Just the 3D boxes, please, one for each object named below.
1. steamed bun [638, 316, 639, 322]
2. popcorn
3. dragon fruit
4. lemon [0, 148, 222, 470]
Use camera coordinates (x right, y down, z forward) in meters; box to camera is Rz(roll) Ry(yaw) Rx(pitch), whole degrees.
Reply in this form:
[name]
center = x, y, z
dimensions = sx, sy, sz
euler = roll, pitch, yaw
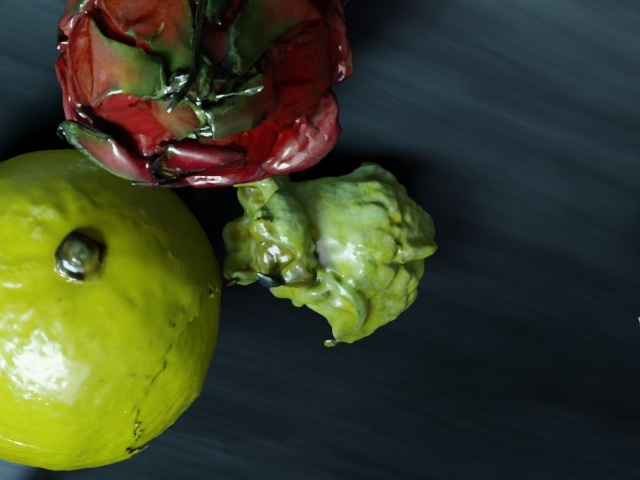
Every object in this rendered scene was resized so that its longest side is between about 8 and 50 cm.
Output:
[steamed bun]
center = 0.446, 0.076, 1.382
dimensions = 0.280, 0.207, 0.268
euler = -1, 106, 33
[popcorn]
center = -0.003, 0.002, 1.366
dimensions = 0.195, 0.174, 0.168
euler = 8, 164, -23
[dragon fruit]
center = -0.076, -0.128, 1.103
dimensions = 0.233, 0.293, 0.234
euler = -7, 113, -16
[lemon]
center = -0.225, 0.063, 1.333
dimensions = 0.297, 0.297, 0.297
euler = 1, 142, 1
